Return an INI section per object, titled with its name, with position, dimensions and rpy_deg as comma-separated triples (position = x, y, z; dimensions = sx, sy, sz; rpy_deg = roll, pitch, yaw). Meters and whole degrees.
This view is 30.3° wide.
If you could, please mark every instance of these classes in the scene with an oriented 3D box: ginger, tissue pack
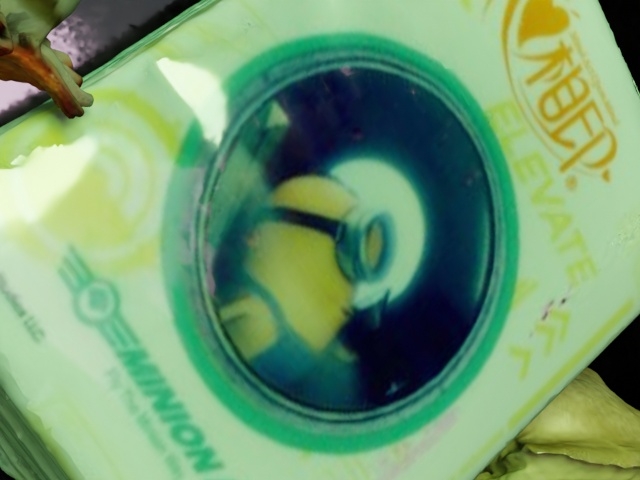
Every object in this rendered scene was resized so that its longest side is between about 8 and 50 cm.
[ginger]
position = 0.172, 0.126, 0.745
dimensions = 0.193, 0.115, 0.122
rpy_deg = 16, 41, -25
[tissue pack]
position = 0.000, 0.000, 0.625
dimensions = 0.388, 0.162, 0.287
rpy_deg = -39, 110, -25

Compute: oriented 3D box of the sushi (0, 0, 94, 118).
[sushi]
position = -0.181, -0.191, 0.484
dimensions = 0.130, 0.124, 0.332
rpy_deg = -20, 73, 7
